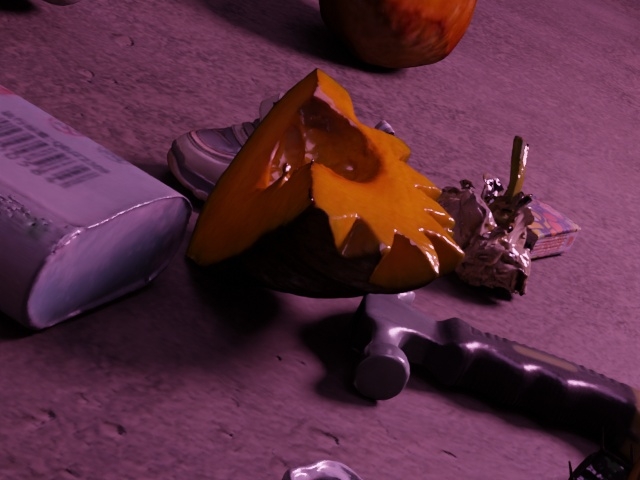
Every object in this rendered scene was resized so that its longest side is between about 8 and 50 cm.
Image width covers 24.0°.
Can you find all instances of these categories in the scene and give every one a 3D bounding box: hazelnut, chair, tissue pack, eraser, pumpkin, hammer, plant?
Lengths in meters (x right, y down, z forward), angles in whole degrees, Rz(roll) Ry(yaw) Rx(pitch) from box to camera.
[{"bbox_3d":[0.095,-0.284,1.651,0.210,0.210,0.186,-4,74,-48],"label":"hazelnut"},{"bbox_3d":[0.185,0.155,0.978,0.037,0.042,0.086,35,-12,28],"label":"chair"},{"bbox_3d":[0.185,-0.011,1.338,0.063,0.035,0.083,37,24,30],"label":"tissue pack"},{"bbox_3d":[-0.219,-0.042,0.963,0.227,0.081,0.174,32,28,18],"label":"eraser"},{"bbox_3d":[0.000,0.000,1.049,0.130,0.149,0.254,38,19,-19],"label":"pumpkin"},{"bbox_3d":[0.129,0.091,1.051,0.226,0.041,0.159,21,24,-4],"label":"hammer"},{"bbox_3d":[0.149,-0.021,1.226,0.104,0.122,0.116,23,13,-31],"label":"plant"}]

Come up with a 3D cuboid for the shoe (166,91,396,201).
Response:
[{"bbox_3d":[-0.026,-0.064,1.178,0.180,0.092,0.089,13,24,-22],"label":"shoe"}]

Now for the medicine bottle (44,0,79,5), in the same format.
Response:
[{"bbox_3d":[-0.363,-0.359,1.368,0.375,0.123,0.282,33,-7,24],"label":"medicine bottle"}]

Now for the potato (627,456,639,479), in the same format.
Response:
[{"bbox_3d":[0.229,0.199,0.864,0.164,0.081,0.200,27,24,-13],"label":"potato"}]

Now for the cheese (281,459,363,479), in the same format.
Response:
[{"bbox_3d":[0.093,0.191,0.758,0.163,0.070,0.249,7,27,-33],"label":"cheese"}]
